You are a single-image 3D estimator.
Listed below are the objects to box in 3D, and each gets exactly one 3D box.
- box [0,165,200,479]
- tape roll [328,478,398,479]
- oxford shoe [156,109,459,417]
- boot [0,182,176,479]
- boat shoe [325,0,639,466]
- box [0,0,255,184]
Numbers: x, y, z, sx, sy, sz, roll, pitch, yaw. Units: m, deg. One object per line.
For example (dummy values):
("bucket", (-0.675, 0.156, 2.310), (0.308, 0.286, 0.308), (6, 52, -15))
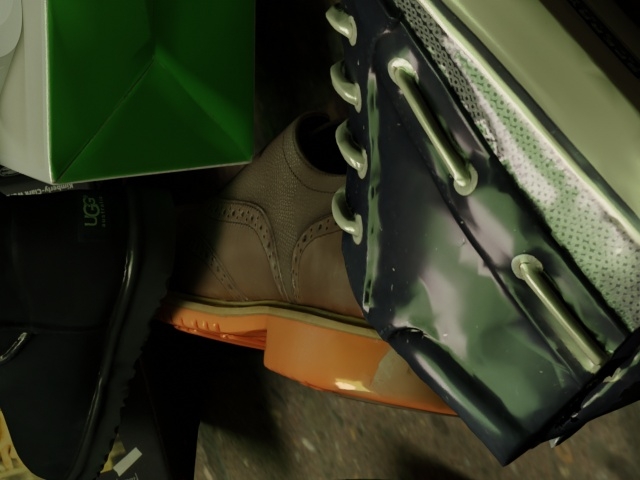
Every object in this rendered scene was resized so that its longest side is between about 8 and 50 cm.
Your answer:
("box", (-0.175, 0.056, 1.239), (0.165, 0.143, 0.270), (-91, -10, -65))
("tape roll", (-0.004, 0.244, 0.966), (0.321, 0.321, 0.077), (27, 135, 50))
("oxford shoe", (0.000, 0.000, 1.021), (0.363, 0.130, 0.133), (14, 93, 63))
("boot", (-0.204, 0.045, 1.042), (0.246, 0.207, 0.094), (115, 155, -48))
("boat shoe", (0.040, -0.065, 0.795), (0.158, 0.127, 0.340), (-47, 68, 26))
("box", (-0.140, -0.180, 1.012), (0.231, 0.126, 0.262), (20, 113, 53))
